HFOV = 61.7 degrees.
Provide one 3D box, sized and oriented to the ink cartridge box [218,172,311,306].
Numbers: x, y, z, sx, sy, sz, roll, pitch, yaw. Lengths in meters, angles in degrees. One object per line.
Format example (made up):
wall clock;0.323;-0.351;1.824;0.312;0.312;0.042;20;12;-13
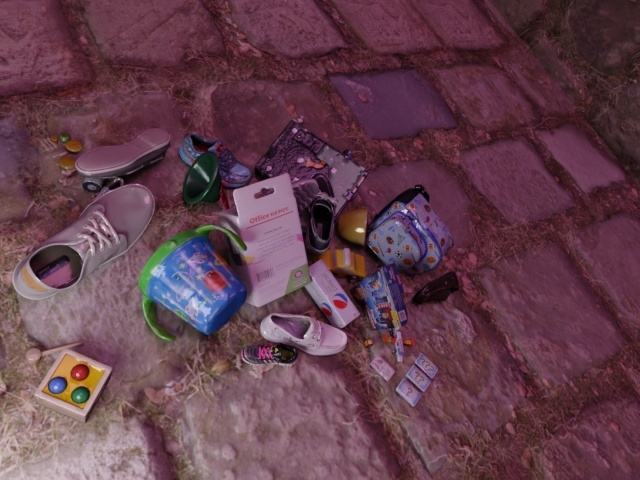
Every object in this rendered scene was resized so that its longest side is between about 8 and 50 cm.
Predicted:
ink cartridge box;-0.167;-0.010;1.581;0.207;0.119;0.353;-22;113;-34

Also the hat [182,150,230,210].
hat;-0.329;-0.159;1.755;0.183;0.173;0.208;26;80;-42

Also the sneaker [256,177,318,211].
sneaker;-0.138;-0.140;1.724;0.105;0.281;0.115;48;25;-43

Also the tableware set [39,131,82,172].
tableware set;-0.777;-0.269;1.652;0.154;0.024;0.104;44;50;8

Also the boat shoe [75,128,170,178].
boat shoe;-0.592;-0.243;1.640;0.112;0.095;0.335;35;42;15

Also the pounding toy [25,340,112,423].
pounding toy;-0.624;0.313;1.311;0.206;0.094;0.181;26;53;-8

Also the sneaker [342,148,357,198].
sneaker;0.098;-0.243;2.004;0.081;0.080;0.211;16;64;-23

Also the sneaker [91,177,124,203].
sneaker;-0.638;-0.115;1.580;0.071;0.083;0.190;26;54;-10

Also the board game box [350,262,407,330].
board game box;0.186;0.185;1.722;0.060;0.194;0.194;-16;88;-34

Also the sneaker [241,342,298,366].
sneaker;-0.140;0.322;1.536;0.170;0.075;0.063;10;57;-18

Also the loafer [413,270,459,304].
loafer;0.417;0.176;1.876;0.220;0.080;0.078;-23;71;-34

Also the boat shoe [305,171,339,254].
boat shoe;0.000;-0.110;1.747;0.113;0.105;0.306;13;59;-10

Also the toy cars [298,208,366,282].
toy cars;0.000;0.000;1.793;0.394;0.087;0.176;43;52;5

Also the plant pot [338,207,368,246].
plant pot;0.112;-0.050;1.863;0.095;0.134;0.134;6;55;5

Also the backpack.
backpack;0.311;-0.012;1.845;0.263;0.276;0.213;42;57;-3

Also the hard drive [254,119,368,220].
hard drive;-0.030;-0.242;1.894;0.339;0.064;0.237;33;72;4

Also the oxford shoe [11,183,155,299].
oxford shoe;-0.619;-0.004;1.465;0.449;0.130;0.169;-46;108;-35

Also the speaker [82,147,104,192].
speaker;-0.682;-0.216;1.639;0.055;0.055;0.136;12;56;-17

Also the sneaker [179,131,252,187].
sneaker;-0.344;-0.270;1.782;0.262;0.125;0.104;25;54;-8

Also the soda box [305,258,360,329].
soda box;0.026;0.173;1.694;0.074;0.069;0.216;-31;83;-36

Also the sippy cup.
sippy cup;-0.329;0.125;1.455;0.224;0.305;0.240;41;39;14

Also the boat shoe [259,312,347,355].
boat shoe;-0.038;0.275;1.599;0.277;0.096;0.098;13;55;-17

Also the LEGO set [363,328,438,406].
LEGO set;0.257;0.372;1.699;0.244;0.060;0.182;44;49;7
